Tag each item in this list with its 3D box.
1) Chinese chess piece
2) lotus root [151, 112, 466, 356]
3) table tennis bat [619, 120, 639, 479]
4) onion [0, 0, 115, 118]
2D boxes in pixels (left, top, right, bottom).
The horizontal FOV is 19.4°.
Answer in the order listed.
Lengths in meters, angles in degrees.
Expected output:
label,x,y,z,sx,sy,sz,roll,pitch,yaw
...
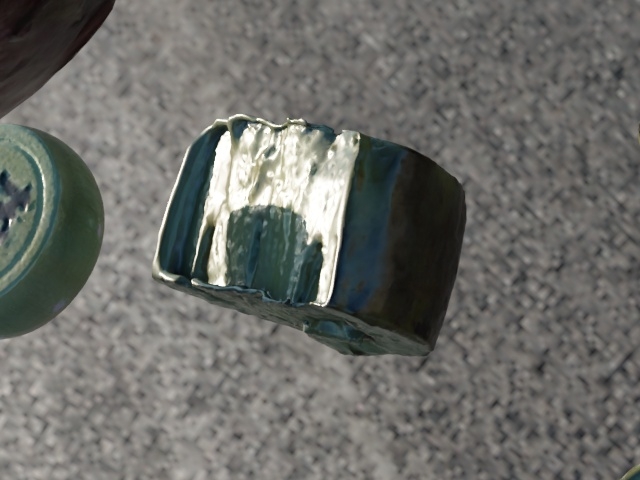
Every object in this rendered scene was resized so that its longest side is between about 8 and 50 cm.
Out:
label,x,y,z,sx,sy,sz,roll,pitch,yaw
Chinese chess piece,-0.210,-0.006,1.211,0.144,0.058,0.144,-13,62,25
lotus root,0.000,0.000,1.167,0.235,0.138,0.119,10,76,53
table tennis bat,0.159,0.096,0.626,0.173,0.301,0.022,-15,15,12
onion,-0.178,-0.128,0.595,0.276,0.276,0.276,-25,45,28
